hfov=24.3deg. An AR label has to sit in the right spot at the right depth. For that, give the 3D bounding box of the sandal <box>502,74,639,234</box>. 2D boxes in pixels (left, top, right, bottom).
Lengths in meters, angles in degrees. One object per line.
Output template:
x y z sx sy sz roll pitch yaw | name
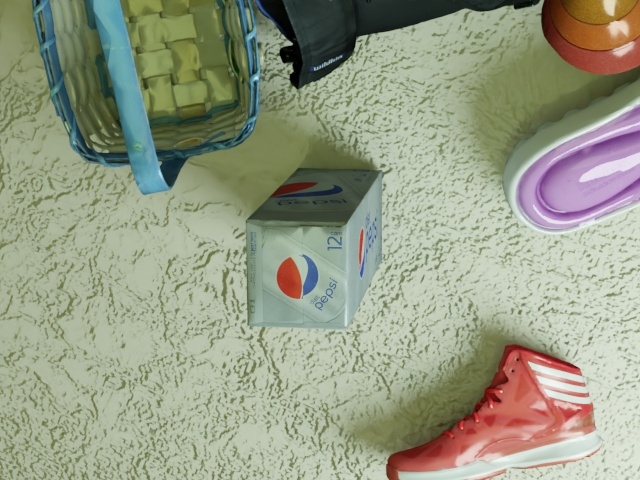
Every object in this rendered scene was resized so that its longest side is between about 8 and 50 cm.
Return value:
0.367 -0.104 1.374 0.416 0.102 0.169 -32 128 22 | sandal

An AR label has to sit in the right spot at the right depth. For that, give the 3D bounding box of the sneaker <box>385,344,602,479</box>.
0.167 0.173 1.514 0.221 0.087 0.128 -11 93 -3 | sneaker

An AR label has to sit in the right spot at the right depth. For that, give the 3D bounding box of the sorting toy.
0.345 -0.302 1.314 0.365 0.126 0.127 -38 67 3 | sorting toy

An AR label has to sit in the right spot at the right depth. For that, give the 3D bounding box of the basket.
-0.160 -0.188 1.355 0.201 0.289 0.254 -9 102 9 | basket

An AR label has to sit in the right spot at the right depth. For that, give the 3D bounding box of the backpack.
0.046 -0.281 1.323 0.276 0.263 0.213 -19 87 11 | backpack

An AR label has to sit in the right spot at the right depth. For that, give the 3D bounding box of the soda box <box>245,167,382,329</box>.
0.000 0.000 1.379 0.091 0.286 0.098 1 102 8 | soda box
